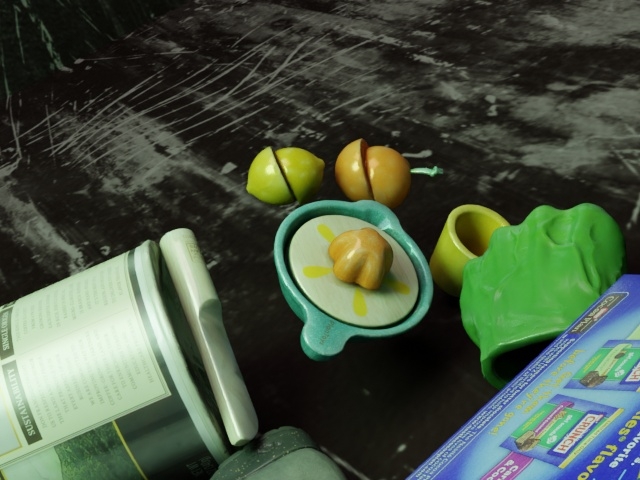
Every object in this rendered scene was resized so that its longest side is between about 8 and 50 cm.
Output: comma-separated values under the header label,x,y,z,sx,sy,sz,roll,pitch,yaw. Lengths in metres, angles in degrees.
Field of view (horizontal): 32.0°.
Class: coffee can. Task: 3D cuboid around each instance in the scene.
label,x,y,z,sx,sy,sz,roll,pitch,yaw
coffee can,-0.218,0.144,0.874,0.275,0.201,0.201,-24,27,0

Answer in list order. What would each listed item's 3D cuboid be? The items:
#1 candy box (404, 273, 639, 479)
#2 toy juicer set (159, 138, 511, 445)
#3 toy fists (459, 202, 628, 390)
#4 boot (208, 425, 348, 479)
label,x,y,z,sx,sy,sz,roll,pitch,yaw
candy box,0.214,0.136,0.576,0.268,0.122,0.317,-38,16,-24
toy juicer set,0.000,0.000,0.900,0.329,0.089,0.209,-27,67,-39
toy fists,0.243,0.028,0.840,0.279,0.096,0.142,-14,44,18
boot,-0.061,0.232,0.738,0.247,0.083,0.161,-33,35,-15
